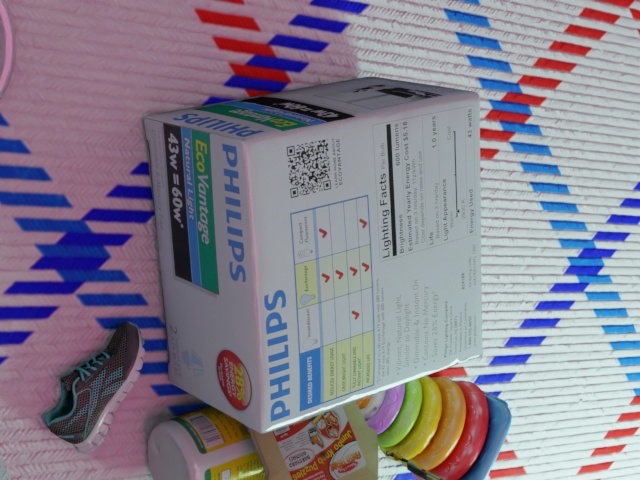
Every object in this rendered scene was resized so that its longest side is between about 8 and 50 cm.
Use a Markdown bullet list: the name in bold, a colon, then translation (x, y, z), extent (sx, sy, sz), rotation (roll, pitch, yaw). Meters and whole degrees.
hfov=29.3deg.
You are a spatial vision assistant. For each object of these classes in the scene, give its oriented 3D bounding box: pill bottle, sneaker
- **pill bottle**: translation (-0.106, 0.262, 1.569), extent (0.208, 0.118, 0.117), rotation (-15, 109, -36)
- **sneaker**: translation (-0.269, 0.168, 1.454), extent (0.076, 0.065, 0.166), rotation (31, 79, -35)

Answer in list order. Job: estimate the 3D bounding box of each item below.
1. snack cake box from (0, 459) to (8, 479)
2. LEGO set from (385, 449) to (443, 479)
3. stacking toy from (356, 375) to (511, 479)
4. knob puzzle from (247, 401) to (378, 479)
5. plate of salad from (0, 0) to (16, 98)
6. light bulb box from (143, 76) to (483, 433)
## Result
- **snack cake box**: translation (-0.441, 0.274, 1.239), extent (0.264, 0.089, 0.152), rotation (-64, 140, -54)
- **LEGO set**: translation (0.128, 0.389, 1.668), extent (0.192, 0.331, 0.254), rotation (-32, 106, -38)
- **stacking toy**: translation (0.104, 0.239, 1.733), extent (0.302, 0.175, 0.165), rotation (27, 86, -26)
- **knob puzzle**: translation (-0.002, 0.278, 1.539), extent (0.213, 0.030, 0.213), rotation (18, 58, -32)
- **plate of salad**: translation (-0.405, -0.202, 1.267), extent (0.200, 0.048, 0.199), rotation (-10, 106, -36)
- **light bulb box**: translation (0.000, 0.000, 1.523), extent (0.361, 0.225, 0.357), rotation (-14, 109, -35)
